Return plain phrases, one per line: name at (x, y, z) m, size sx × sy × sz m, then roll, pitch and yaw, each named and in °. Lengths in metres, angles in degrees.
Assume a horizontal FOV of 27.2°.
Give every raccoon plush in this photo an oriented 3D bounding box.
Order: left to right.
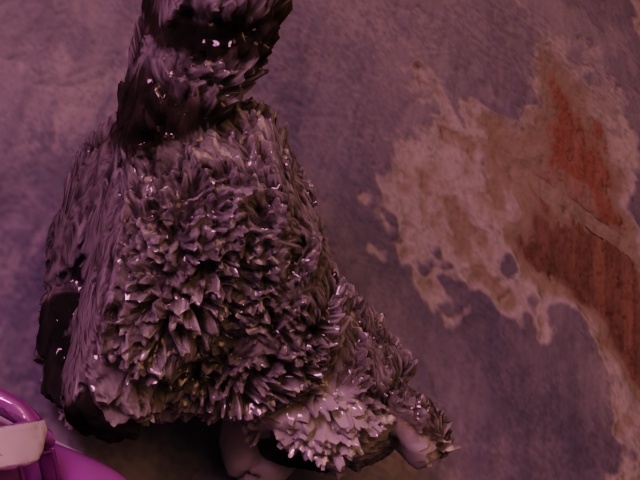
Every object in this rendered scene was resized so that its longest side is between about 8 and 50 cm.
raccoon plush at (0.000, 0.000, 0.883) m, size 0.299 × 0.446 × 0.216 m, roll 11°, pitch 42°, yaw -24°

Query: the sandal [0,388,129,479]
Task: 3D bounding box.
sandal at (-0.255, 0.105, 0.750) m, size 0.416 × 0.102 × 0.169 m, roll 25°, pitch 22°, yaw -29°
